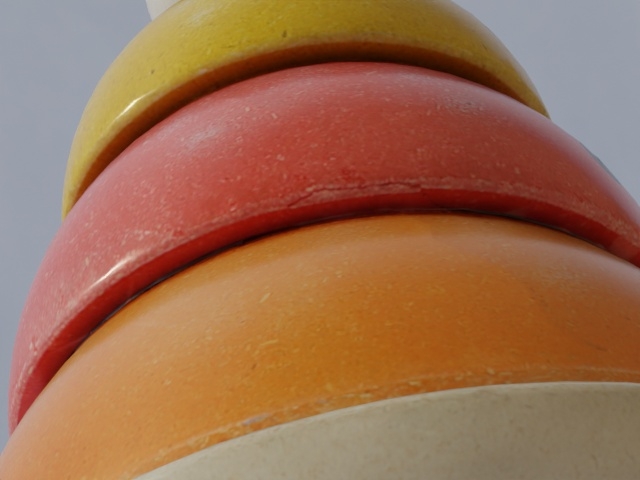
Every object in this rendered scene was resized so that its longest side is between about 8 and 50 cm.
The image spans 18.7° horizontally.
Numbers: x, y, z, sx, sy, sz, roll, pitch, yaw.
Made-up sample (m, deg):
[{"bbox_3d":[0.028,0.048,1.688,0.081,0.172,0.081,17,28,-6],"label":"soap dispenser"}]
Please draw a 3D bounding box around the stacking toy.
[{"bbox_3d":[0.000,0.000,0.790,0.351,0.350,0.479,18,-136,-34],"label":"stacking toy"}]
